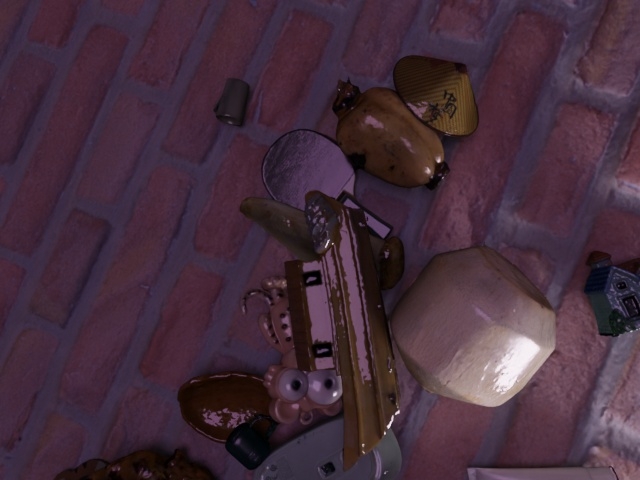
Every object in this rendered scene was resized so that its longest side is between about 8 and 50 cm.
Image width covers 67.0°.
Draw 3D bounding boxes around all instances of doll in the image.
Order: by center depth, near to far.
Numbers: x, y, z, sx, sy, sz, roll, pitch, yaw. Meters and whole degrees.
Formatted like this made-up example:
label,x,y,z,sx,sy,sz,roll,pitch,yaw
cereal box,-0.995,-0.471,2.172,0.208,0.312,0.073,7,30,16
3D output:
label,x,y,z,sx,sy,sz,roll,pitch,yaw
doll,-0.051,0.198,0.897,0.154,0.119,0.278,-15,79,-28

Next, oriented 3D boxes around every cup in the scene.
label,x,y,z,sx,sy,sz,roll,pitch,yaw
cup,-0.182,-0.283,0.998,0.054,0.075,0.083,16,83,-27

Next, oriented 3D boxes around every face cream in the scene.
label,x,y,z,sx,sy,sz,roll,pitch,yaw
face cream,0.390,0.438,0.851,0.243,0.058,0.092,-10,90,13

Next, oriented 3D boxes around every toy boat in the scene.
label,x,y,z,sx,sy,sz,roll,pitch,yaw
toy boat,0.028,0.137,0.794,0.162,0.136,0.446,-11,86,8

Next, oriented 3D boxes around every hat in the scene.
label,x,y,z,sx,sy,sz,roll,pitch,yaw
hat,0.231,-0.283,0.863,0.193,0.082,0.193,13,59,-23

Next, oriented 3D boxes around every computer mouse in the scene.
label,x,y,z,sx,sy,sz,roll,pitch,yaw
computer mouse,0.013,0.419,0.883,0.288,0.097,0.160,-36,67,13

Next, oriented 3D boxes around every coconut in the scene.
label,x,y,z,sx,sy,sz,roll,pitch,yaw
coconut,0.241,0.146,0.805,0.245,0.245,0.247,40,111,9

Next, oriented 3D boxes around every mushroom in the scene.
label,x,y,z,sx,sy,sz,roll,pitch,yaw
mushroom,0.000,0.004,0.922,0.333,0.087,0.107,17,103,12

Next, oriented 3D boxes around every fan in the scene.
label,x,y,z,sx,sy,sz,roll,pitch,yaw
fan,-0.428,0.493,0.958,0.226,0.008,0.153,-27,55,-6

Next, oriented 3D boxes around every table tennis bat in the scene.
label,x,y,z,sx,sy,sz,roll,pitch,yaw
table tennis bat,0.016,-0.103,0.961,0.301,0.022,0.173,37,93,10

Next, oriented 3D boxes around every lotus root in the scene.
label,x,y,z,sx,sy,sz,roll,pitch,yaw
lotus root,0.121,-0.188,0.896,0.257,0.140,0.154,41,79,-1

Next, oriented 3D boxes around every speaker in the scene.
label,x,y,z,sx,sy,sz,roll,pitch,yaw
speaker,-0.124,0.367,0.900,0.075,0.060,0.094,45,62,-5

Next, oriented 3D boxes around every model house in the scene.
label,x,y,z,sx,sy,sz,roll,pitch,yaw
model house,0.530,0.077,0.833,0.148,0.119,0.149,-20,75,6

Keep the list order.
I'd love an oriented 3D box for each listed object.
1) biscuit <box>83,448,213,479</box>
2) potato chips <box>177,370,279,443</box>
label,x,y,z,sx,sy,sz,roll,pitch,yaw
biscuit,-0.335,0.542,0.873,0.333,0.081,0.290,-14,77,-19
potato chips,-0.171,0.319,0.938,0.201,0.049,0.150,-5,104,8
